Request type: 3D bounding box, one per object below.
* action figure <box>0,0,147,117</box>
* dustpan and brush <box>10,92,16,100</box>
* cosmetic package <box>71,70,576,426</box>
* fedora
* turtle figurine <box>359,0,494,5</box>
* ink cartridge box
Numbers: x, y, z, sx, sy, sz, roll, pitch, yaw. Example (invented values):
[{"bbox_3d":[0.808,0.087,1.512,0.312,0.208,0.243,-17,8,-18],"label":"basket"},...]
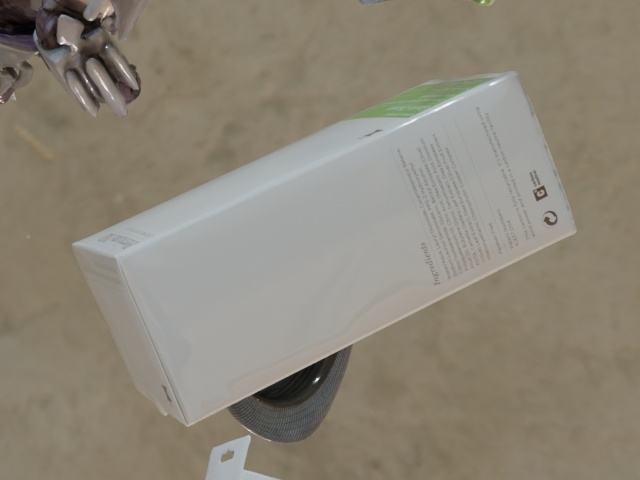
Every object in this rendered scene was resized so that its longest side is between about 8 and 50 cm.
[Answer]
[{"bbox_3d":[-0.091,-0.138,0.742,0.099,0.285,0.185,44,64,-18],"label":"action figure"},{"bbox_3d":[-0.351,-0.213,1.412,0.060,0.147,0.211,-30,116,-26],"label":"dustpan and brush"},{"bbox_3d":[0.000,0.000,1.357,0.365,0.197,0.155,-25,101,-17],"label":"cosmetic package"},{"bbox_3d":[-0.074,0.080,1.790,0.244,0.124,0.275,24,72,-46],"label":"fedora"},{"bbox_3d":[0.107,-0.293,1.381,0.275,0.266,0.198,-1,102,-6],"label":"turtle figurine"},{"bbox_3d":[-0.041,0.141,0.793,0.028,0.048,0.083,21,67,-23],"label":"ink cartridge box"}]
